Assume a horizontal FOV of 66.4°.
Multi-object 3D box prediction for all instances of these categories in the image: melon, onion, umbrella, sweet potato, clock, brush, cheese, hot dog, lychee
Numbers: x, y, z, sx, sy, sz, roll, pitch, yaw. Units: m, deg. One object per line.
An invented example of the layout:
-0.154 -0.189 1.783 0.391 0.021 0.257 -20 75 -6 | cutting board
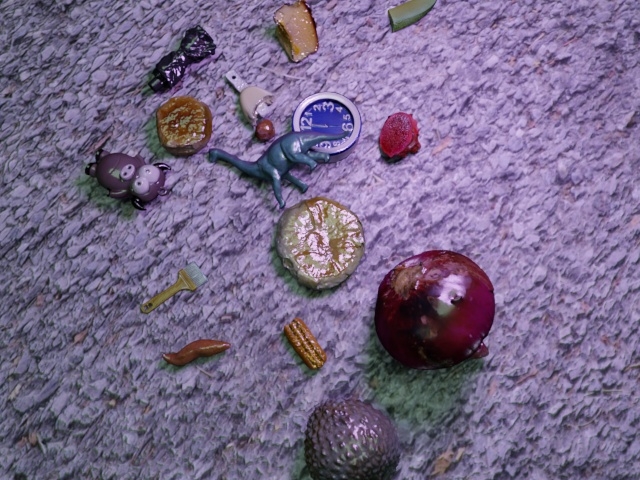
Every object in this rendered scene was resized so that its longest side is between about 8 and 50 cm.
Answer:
0.342 -0.848 1.783 0.262 0.053 0.114 -36 59 -13 | melon
0.347 0.223 1.366 0.385 0.348 0.347 43 76 -25 | onion
-0.484 -0.615 1.680 0.122 0.110 0.272 41 83 10 | umbrella
-0.363 0.325 1.443 0.202 0.058 0.055 -16 118 0 | sweet potato
0.021 -0.376 1.624 0.231 0.083 0.230 0 76 2 | clock
-0.457 0.155 1.511 0.218 0.010 0.082 -36 78 -8 | brush
-0.250 -0.501 1.673 0.127 0.049 0.235 -39 71 -9 | cheese
-0.045 0.309 1.449 0.071 0.045 0.165 -34 76 -11 | hot dog
0.081 0.552 1.294 0.255 0.255 0.274 -44 47 -11 | lychee

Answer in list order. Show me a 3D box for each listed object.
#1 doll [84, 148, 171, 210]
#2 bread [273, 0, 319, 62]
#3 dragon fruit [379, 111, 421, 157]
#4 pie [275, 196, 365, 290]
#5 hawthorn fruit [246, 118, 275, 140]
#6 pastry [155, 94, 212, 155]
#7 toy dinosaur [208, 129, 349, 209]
-0.605 -0.204 1.555 0.257 0.117 0.182 23 70 9 | doll
-0.084 -0.731 1.679 0.140 0.160 0.169 -28 76 -8 | bread
0.278 -0.341 1.611 0.111 0.153 0.153 12 69 -41 | dragon fruit
0.000 0.000 1.523 0.307 0.071 0.306 1 74 -3 | pie
-0.202 -0.361 1.630 0.103 0.067 0.066 -22 75 5 | hawthorn fruit
-0.447 -0.379 1.615 0.182 0.093 0.192 -8 79 -3 | pastry
-0.148 -0.303 1.544 0.331 0.129 0.383 44 109 6 | toy dinosaur
